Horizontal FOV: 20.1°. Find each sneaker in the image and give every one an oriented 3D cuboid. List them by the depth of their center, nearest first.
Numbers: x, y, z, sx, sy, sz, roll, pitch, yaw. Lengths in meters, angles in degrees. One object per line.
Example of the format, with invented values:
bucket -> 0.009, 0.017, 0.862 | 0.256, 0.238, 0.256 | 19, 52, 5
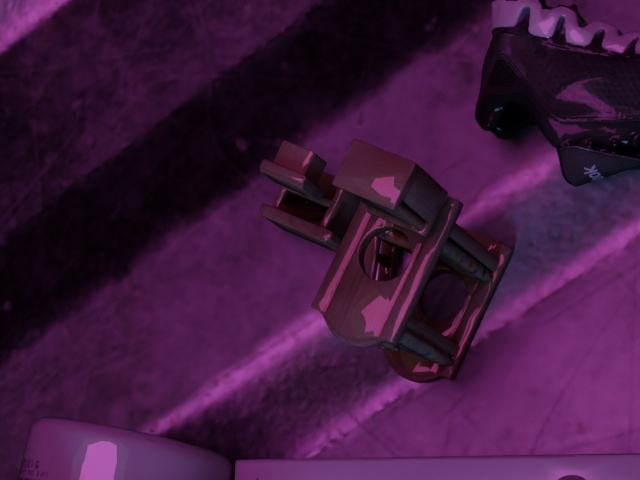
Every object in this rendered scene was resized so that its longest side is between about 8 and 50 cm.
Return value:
sneaker -> 0.191, -0.075, 1.076 | 0.234, 0.078, 0.106 | 18, 85, 32

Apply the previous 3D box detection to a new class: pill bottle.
pill bottle -> -0.138, 0.231, 1.095 | 0.131, 0.131, 0.229 | 7, 77, 26

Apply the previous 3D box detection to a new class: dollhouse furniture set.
dollhouse furniture set -> 0.000, 0.000, 1.075 | 0.161, 0.182, 0.101 | 23, 85, 28

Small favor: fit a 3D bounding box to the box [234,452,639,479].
box -> 0.095, 0.239, 1.029 | 0.322, 0.058, 0.232 | -5, 72, 24
